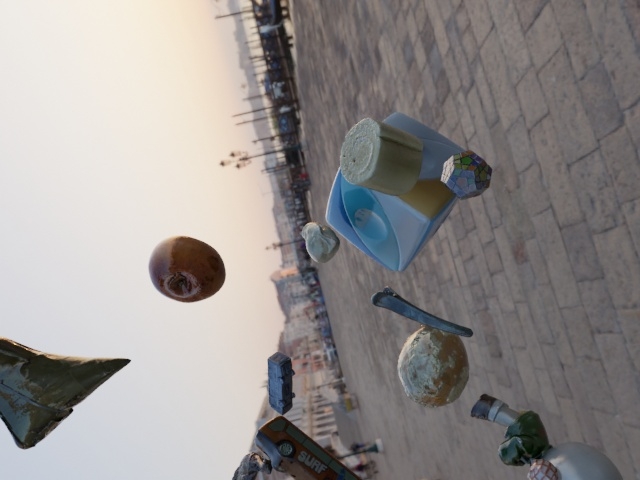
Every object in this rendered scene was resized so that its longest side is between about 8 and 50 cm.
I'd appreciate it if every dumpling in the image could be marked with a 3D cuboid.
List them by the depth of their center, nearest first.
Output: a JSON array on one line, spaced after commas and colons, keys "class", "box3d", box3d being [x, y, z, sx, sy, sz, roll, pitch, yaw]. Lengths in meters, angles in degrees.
[{"class": "dumpling", "box3d": [0.000, 0.000, 1.685, 0.136, 0.118, 0.199, 52, 159, 2]}]

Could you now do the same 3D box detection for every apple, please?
[{"class": "apple", "box3d": [-0.412, 0.095, 1.626, 0.173, 0.234, 0.210, -80, -3, -62]}]

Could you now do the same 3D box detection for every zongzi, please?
[{"class": "zongzi", "box3d": [-0.745, 0.331, 1.436, 0.323, 0.360, 0.160, 52, 179, -5]}]

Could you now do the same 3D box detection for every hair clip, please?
[{"class": "hair clip", "box3d": [0.226, 0.168, 1.177, 0.070, 0.229, 0.039, -20, -50, -56]}]

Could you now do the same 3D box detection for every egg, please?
[{"class": "egg", "box3d": [0.324, 0.354, 1.509, 0.203, 0.203, 0.245, 116, 165, -86]}]

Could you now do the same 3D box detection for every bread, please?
[{"class": "bread", "box3d": [0.137, -0.184, 1.184, 0.134, 0.141, 0.148, 24, 100, 53]}]

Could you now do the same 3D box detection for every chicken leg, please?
[{"class": "chicken leg", "box3d": [-0.186, 0.627, 1.427, 0.253, 0.051, 0.106, -55, 22, 37]}]

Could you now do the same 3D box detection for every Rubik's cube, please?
[{"class": "Rubik's cube", "box3d": [0.321, -0.143, 1.162, 0.111, 0.093, 0.111, -166, 90, -78]}, {"class": "Rubik's cube", "box3d": [0.255, -0.157, 1.733, 0.347, 0.352, 0.351, 37, 150, 12]}]

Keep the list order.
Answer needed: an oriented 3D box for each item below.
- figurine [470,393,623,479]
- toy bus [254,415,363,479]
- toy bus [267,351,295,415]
[{"class": "figurine", "box3d": [0.503, 0.483, 1.163, 0.370, 0.167, 0.281, 37, 179, 38]}, {"class": "toy bus", "box3d": [0.018, 0.576, 1.258, 0.408, 0.092, 0.093, 33, 133, 18]}, {"class": "toy bus", "box3d": [-0.102, 0.365, 1.350, 0.065, 0.047, 0.166, 21, 123, 34]}]
